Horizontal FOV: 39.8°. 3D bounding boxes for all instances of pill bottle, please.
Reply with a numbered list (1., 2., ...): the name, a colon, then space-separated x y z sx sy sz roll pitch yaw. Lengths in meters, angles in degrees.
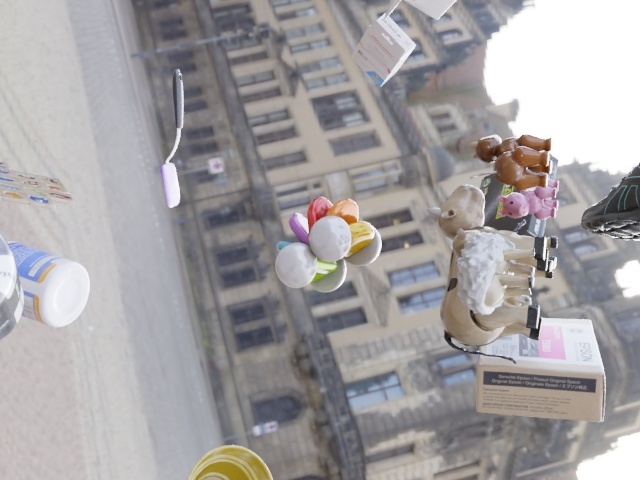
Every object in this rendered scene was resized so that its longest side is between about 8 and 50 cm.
1. pill bottle: -0.429 0.049 1.060 0.246 0.130 0.131 133 -56 -68
2. pill bottle: -0.671 0.088 1.995 0.152 0.272 0.152 -45 143 -48

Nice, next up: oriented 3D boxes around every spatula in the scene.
1. spatula: -0.317 -0.223 1.929 0.084 0.030 0.297 -35 133 -76

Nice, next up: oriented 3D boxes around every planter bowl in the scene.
1. planter bowl: -0.210 0.549 1.883 0.090 0.217 0.217 -23 -101 52

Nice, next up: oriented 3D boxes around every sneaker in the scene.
1. sneaker: 0.486 -0.069 1.285 0.267 0.101 0.106 -25 -127 61

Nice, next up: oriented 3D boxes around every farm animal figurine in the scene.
1. farm animal figurine: 0.237 0.016 1.264 0.330 0.172 0.327 67 32 -53

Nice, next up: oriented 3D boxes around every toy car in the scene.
1. toy car: 0.000 0.000 1.497 0.159 0.182 0.136 11 45 -59

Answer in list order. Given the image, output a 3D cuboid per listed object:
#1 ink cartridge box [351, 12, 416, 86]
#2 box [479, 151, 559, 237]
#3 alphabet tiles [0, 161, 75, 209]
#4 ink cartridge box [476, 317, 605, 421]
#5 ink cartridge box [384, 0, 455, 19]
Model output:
1. ink cartridge box: 0.148 -0.441 2.020 0.104 0.061 0.181 46 -21 1
2. box: 0.375 -0.066 1.746 0.184 0.045 0.191 -25 -140 57
3. alphabet tiles: -0.509 -0.096 1.369 0.198 0.237 0.009 38 -67 54
4. ink cartridge box: 0.356 0.202 1.452 0.235 0.193 0.088 -54 144 -71
5. ink cartridge box: 0.270 -0.608 1.832 0.354 0.119 0.207 -67 -168 -21
